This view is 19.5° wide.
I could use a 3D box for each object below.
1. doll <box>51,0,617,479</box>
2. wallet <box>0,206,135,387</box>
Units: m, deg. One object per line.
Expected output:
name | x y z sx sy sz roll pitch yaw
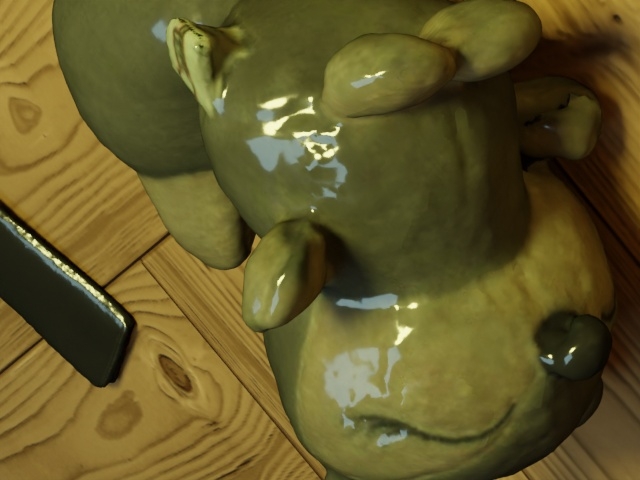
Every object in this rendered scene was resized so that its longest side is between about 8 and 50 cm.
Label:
doll | 0.028 -0.018 1.125 0.378 0.252 0.382 48 158 51
wallet | -0.267 0.026 1.667 0.244 0.025 0.124 42 147 11
